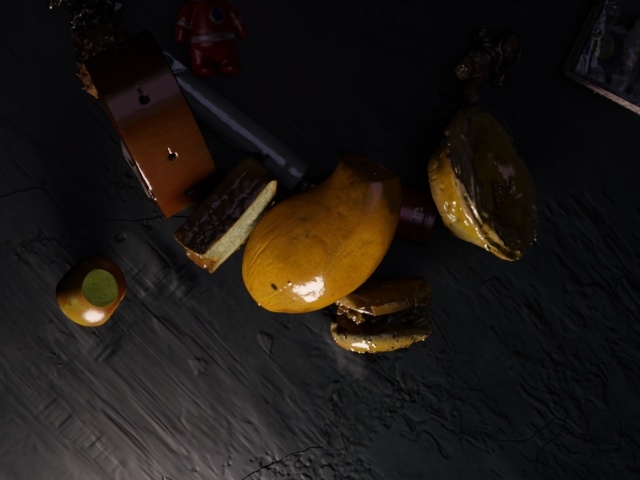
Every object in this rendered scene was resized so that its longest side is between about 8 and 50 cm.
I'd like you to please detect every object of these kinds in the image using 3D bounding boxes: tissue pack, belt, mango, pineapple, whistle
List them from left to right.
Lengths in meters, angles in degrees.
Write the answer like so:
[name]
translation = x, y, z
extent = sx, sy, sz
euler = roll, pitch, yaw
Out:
[pineapple]
translation = -0.368, -0.352, 1.678
extent = 0.119, 0.111, 0.237
euler = -23, 91, -38
[belt]
translation = -0.253, -0.168, 1.613
extent = 0.122, 0.339, 0.217
euler = -28, 61, -7
[whistle]
translation = -0.153, -0.198, 1.753
extent = 0.312, 0.062, 0.062
euler = 38, 88, -12
[mango]
translation = 0.003, 0.002, 1.693
extent = 0.359, 0.144, 0.187
euler = -35, 83, 36
[tissue pack]
translation = 0.566, -0.322, 1.874
extent = 0.235, 0.073, 0.173
euler = 25, 91, -12

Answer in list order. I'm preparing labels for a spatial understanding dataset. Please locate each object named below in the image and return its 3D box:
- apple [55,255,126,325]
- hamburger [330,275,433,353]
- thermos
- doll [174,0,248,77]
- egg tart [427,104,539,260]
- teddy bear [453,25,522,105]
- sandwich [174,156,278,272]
[apple]
translation = -0.372, 0.083, 1.720
extent = 0.102, 0.099, 0.114
euler = 51, 60, -17
[hamburger]
translation = 0.110, 0.124, 1.786
extent = 0.177, 0.185, 0.113
euler = -6, 93, 34
[thermos]
translation = 0.078, -0.065, 1.783
extent = 0.232, 0.124, 0.099
euler = 16, 85, -5
[doll]
translation = -0.184, -0.390, 1.716
extent = 0.142, 0.076, 0.245
euler = -11, 99, -42
[egg tart]
translation = 0.265, -0.091, 1.768
extent = 0.118, 0.288, 0.288
euler = -15, 100, 28
[teddy bear]
translation = 0.281, -0.306, 1.824
extent = 0.160, 0.078, 0.119
euler = -40, 121, -27
[sandwich]
translation = -0.146, -0.038, 1.689
extent = 0.065, 0.215, 0.186
euler = 41, 85, 5
